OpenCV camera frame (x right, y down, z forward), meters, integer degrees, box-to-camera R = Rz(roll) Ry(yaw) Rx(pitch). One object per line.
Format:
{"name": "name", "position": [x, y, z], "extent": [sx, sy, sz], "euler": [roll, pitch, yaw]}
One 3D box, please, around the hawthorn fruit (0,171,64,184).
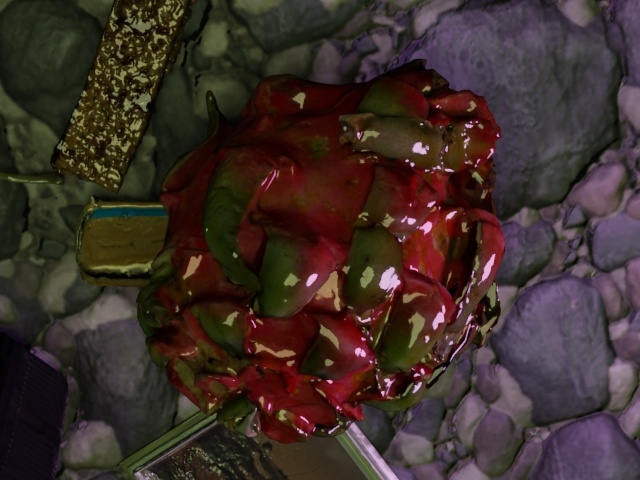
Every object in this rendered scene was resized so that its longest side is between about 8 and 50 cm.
{"name": "hawthorn fruit", "position": [-0.341, -0.085, 1.017], "extent": [0.285, 0.165, 0.165], "euler": [27, 109, -34]}

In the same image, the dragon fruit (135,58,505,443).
{"name": "dragon fruit", "position": [0.007, 0.005, 0.973], "extent": [0.303, 0.237, 0.231], "euler": [-39, 127, -11]}

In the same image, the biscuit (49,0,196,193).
{"name": "biscuit", "position": [-0.149, -0.132, 1.029], "extent": [0.064, 0.034, 0.199], "euler": [22, 109, -7]}

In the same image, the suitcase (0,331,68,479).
{"name": "suitcase", "position": [-0.355, 0.234, 1.060], "extent": [0.152, 0.229, 0.335], "euler": [40, 104, -21]}

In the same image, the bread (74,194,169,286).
{"name": "bread", "position": [-0.144, 0.002, 1.069], "extent": [0.106, 0.053, 0.072], "euler": [1, 86, -3]}

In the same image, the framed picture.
{"name": "framed picture", "position": [-0.026, 0.241, 1.172], "extent": [0.197, 0.014, 0.252], "euler": [-33, 106, 11]}
